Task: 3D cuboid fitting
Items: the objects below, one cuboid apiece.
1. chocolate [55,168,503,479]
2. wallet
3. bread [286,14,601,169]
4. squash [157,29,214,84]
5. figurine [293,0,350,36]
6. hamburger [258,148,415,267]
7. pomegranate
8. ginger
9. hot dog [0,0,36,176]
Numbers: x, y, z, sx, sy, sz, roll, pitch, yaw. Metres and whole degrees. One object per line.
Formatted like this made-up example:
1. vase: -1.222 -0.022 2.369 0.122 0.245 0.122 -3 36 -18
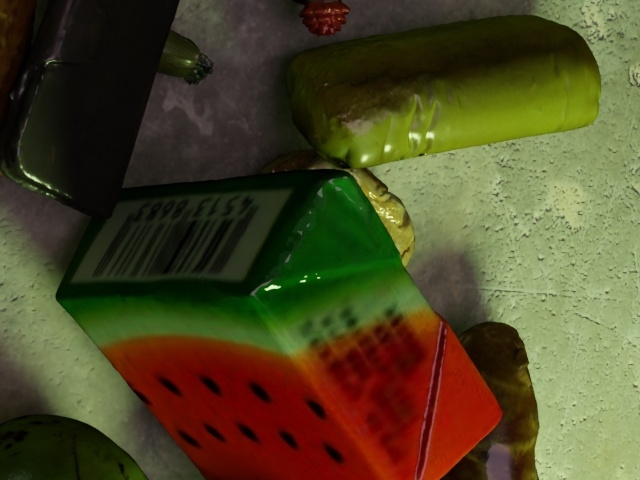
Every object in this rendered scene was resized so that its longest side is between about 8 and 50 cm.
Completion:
1. chocolate: -0.051 0.103 1.503 0.161 0.360 0.341 -53 122 -31
2. wallet: -0.208 -0.185 1.454 0.165 0.042 0.309 32 73 -58
3. bread: 0.144 -0.180 1.673 0.384 0.166 0.112 -11 139 -27
4. squash: -0.192 -0.206 1.546 0.183 0.052 0.052 17 92 -30
5. figurine: -0.058 -0.325 1.568 0.245 0.110 0.138 28 88 -27
6. hamburger: 0.001 -0.002 1.669 0.214 0.108 0.213 -7 104 -27
7. pomegranate: -0.285 0.302 1.511 0.254 0.270 0.254 -4 90 -67
8. ginger: 0.152 0.304 1.782 0.254 0.176 0.418 2 90 -3
9. hot dog: -0.384 -0.180 1.377 0.267 0.174 0.387 5 110 -29
